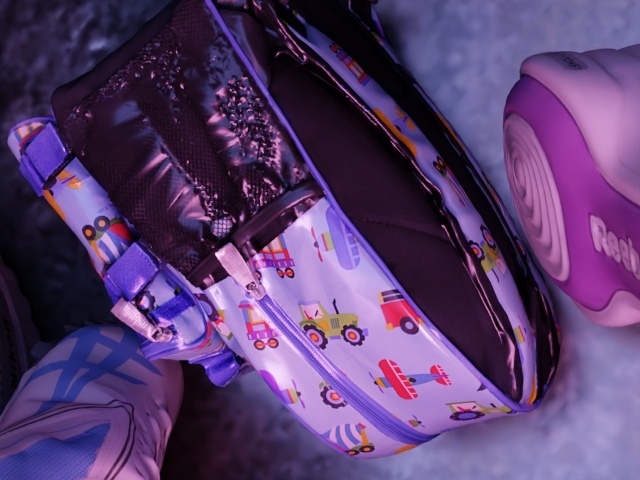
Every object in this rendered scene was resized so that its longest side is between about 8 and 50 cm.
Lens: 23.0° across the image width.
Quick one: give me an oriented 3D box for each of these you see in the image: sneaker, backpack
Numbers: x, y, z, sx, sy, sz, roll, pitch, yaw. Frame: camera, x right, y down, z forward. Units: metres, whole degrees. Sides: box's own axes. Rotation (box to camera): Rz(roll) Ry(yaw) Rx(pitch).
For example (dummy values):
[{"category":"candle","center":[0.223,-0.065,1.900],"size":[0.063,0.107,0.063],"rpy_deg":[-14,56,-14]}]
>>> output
[{"category":"sneaker","center":[-0.080,0.087,0.508],"size":[0.086,0.237,0.085],"rpy_deg":[19,104,6]},{"category":"sneaker","center":[0.159,-0.002,0.435],"size":[0.152,0.305,0.114],"rpy_deg":[-14,117,-7]},{"category":"backpack","center":[0.000,0.000,0.539],"size":[0.117,0.158,0.173],"rpy_deg":[-37,88,17]}]

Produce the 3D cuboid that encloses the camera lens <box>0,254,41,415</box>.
[{"category":"camera lens","center":[-0.238,0.055,0.526],"size":[0.219,0.274,0.219],"rpy_deg":[-2,83,15]}]
